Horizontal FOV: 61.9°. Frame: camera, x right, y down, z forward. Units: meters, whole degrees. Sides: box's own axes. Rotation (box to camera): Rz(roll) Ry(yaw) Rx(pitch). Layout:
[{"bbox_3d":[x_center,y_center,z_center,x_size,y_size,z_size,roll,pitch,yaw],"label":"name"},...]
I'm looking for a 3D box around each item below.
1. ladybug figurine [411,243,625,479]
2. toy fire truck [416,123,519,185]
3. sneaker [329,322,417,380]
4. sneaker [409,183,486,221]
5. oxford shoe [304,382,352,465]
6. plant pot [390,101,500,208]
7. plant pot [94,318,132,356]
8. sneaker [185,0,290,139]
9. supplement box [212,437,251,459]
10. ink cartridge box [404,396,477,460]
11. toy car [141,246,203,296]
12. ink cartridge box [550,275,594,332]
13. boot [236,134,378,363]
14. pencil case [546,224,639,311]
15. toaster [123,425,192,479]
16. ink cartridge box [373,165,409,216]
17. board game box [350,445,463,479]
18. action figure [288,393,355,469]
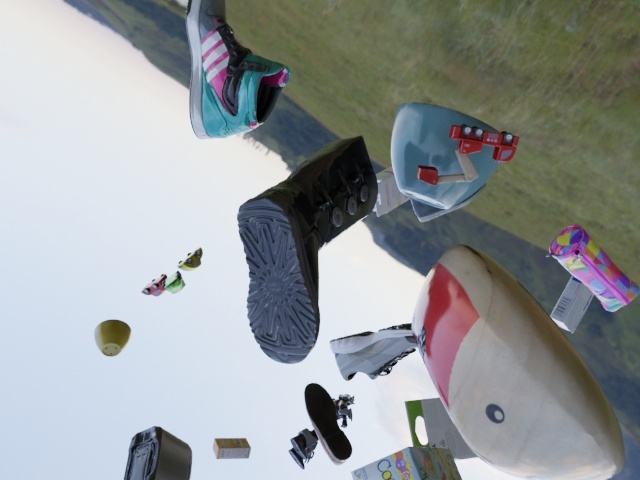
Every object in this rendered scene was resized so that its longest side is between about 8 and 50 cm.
[{"bbox_3d":[0.239,0.163,0.746,0.305,0.162,0.449,57,-171,-7],"label":"ladybug figurine"},{"bbox_3d":[0.312,-0.176,1.137,0.192,0.135,0.047,10,-163,1],"label":"toy fire truck"},{"bbox_3d":[0.147,0.241,1.162,0.100,0.272,0.108,3,-110,-53],"label":"sneaker"},{"bbox_3d":[0.365,-0.150,1.570,0.118,0.222,0.083,57,-160,-16],"label":"sneaker"},{"bbox_3d":[0.006,0.457,1.327,0.076,0.076,0.212,-8,-129,-23],"label":"oxford shoe"},{"bbox_3d":[0.295,-0.193,1.340,0.290,0.195,0.290,22,-179,0],"label":"plant pot"},{"bbox_3d":[-0.773,0.374,1.983,0.134,0.134,0.095,29,-160,-30],"label":"plant pot"},{"bbox_3d":[-0.145,-0.334,0.977,0.179,0.295,0.124,3,-170,13],"label":"sneaker"},{"bbox_3d":[-0.259,0.606,1.558,0.099,0.036,0.062,9,-175,-24],"label":"supplement box"},{"bbox_3d":[0.378,0.577,1.638,0.255,0.188,0.097,-1,155,-13],"label":"ink cartridge box"},{"bbox_3d":[-0.454,0.123,1.669,0.053,0.239,0.225,54,175,-17],"label":"toy car"},{"bbox_3d":[0.794,0.167,1.644,0.045,0.223,0.224,28,179,37],"label":"ink cartridge box"},{"bbox_3d":[0.000,-0.002,1.166,0.146,0.366,0.445,7,-153,20],"label":"boot"},{"bbox_3d":[0.643,0.067,1.258,0.236,0.104,0.104,38,-175,-16],"label":"pencil case"},{"bbox_3d":[-0.435,0.624,1.434,0.146,0.129,0.227,42,-151,-37],"label":"toaster"},{"bbox_3d":[0.219,-0.166,1.742,0.067,0.115,0.198,13,-147,44],"label":"ink cartridge box"},{"bbox_3d":[0.204,0.541,1.149,0.275,0.142,0.144,35,-150,-53],"label":"board game box"},{"bbox_3d":[0.018,0.593,1.723,0.099,0.185,0.285,45,-126,12],"label":"action figure"}]
